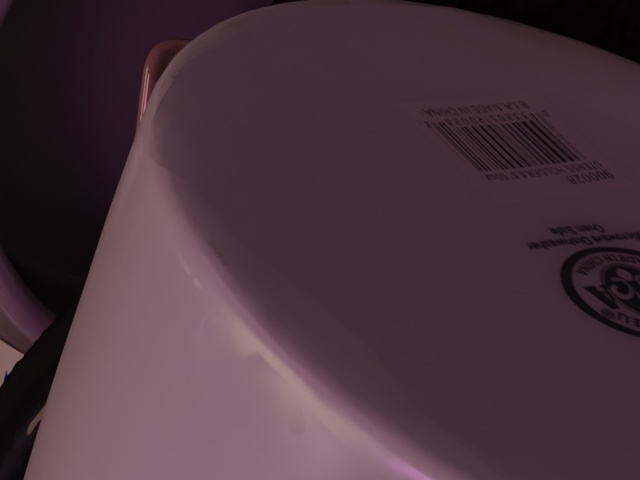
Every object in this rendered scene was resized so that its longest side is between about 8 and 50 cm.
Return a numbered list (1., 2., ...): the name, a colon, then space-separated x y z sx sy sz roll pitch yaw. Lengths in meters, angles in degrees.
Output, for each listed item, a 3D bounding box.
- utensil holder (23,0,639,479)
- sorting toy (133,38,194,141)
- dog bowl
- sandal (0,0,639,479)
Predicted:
1. utensil holder: 0.034 0.152 0.520 0.385 0.327 0.328 -68 32 32
2. sorting toy: 0.000 0.000 0.734 0.038 0.208 0.193 -119 37 -72
3. dog bowl: -0.080 -0.078 0.771 0.102 0.348 0.349 25 111 49
4. sandal: -0.009 -0.039 0.637 0.446 0.167 0.107 -45 47 15
